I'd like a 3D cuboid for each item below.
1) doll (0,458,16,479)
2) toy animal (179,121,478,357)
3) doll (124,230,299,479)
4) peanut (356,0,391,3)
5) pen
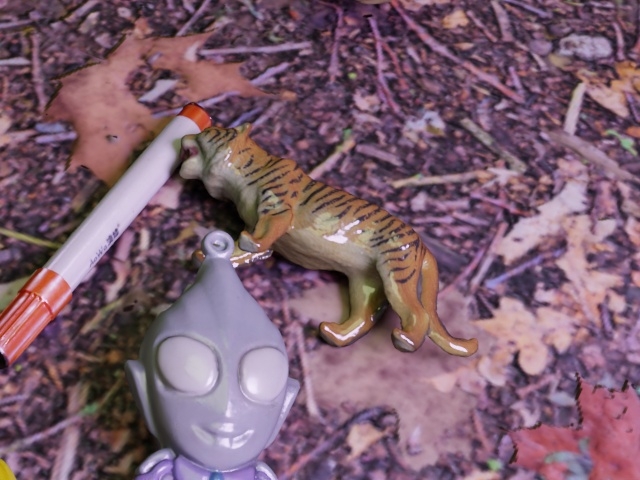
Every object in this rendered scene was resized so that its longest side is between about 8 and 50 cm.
[{"bbox_3d":[-0.280,0.154,0.665,0.237,0.111,0.252,20,60,12],"label":"doll"},{"bbox_3d":[0.000,0.000,0.856,0.241,0.057,0.099,27,52,14],"label":"toy animal"},{"bbox_3d":[-0.062,0.095,0.764,0.102,0.075,0.227,13,59,-17],"label":"doll"},{"bbox_3d":[0.056,-0.297,1.074,0.136,0.120,0.298,11,52,10],"label":"peanut"},{"bbox_3d":[-0.139,-0.009,0.870,0.028,0.028,0.239,24,52,14],"label":"pen"}]
